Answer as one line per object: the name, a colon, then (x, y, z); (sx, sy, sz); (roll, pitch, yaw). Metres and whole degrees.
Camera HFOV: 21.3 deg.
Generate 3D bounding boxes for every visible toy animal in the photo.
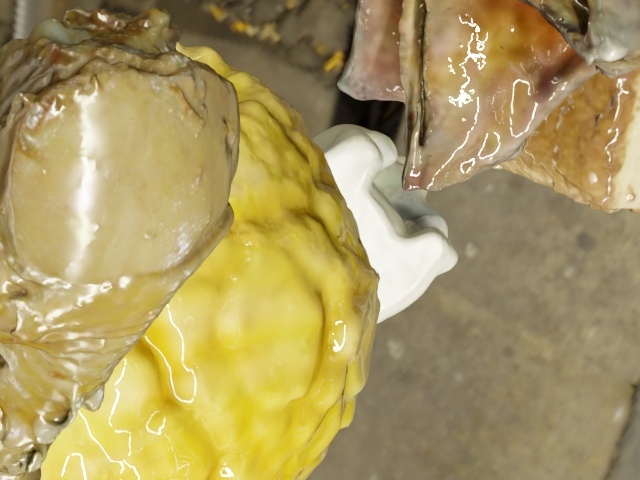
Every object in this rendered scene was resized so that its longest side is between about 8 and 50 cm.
toy animal: (0.008, -0.005, 1.852); (0.241, 0.367, 0.196); (-32, 96, 9)

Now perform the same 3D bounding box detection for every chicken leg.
chicken leg: (-0.071, 0.022, 0.447); (0.069, 0.085, 0.198); (16, 128, -14)

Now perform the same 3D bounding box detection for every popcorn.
popcorn: (-0.135, 0.056, 1.133); (0.354, 0.390, 0.344); (-1, 167, 0)

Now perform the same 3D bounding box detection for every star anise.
star anise: (0.114, -0.171, 0.771); (0.117, 0.331, 0.332); (26, 138, -26)

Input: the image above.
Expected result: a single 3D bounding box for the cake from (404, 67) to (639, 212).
cake: (0.237, -0.174, 1.352); (0.256, 0.290, 0.282); (28, 116, 43)
